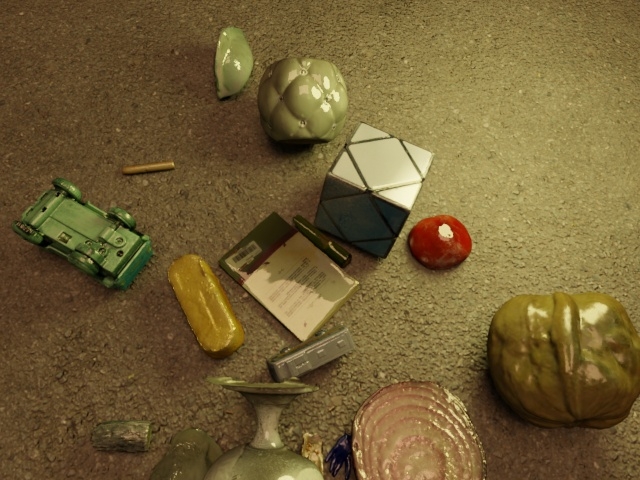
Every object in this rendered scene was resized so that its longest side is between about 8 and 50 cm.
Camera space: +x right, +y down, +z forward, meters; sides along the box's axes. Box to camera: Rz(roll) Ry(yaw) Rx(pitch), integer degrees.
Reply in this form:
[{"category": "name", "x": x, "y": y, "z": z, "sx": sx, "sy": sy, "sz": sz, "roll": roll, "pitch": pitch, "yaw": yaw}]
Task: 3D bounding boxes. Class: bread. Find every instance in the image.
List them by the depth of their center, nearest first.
[{"category": "bread", "x": -0.256, "y": 0.146, "z": 1.037, "sx": 0.102, "sy": 0.094, "sz": 0.246, "roll": -31, "pitch": 70, "yaw": -8}]

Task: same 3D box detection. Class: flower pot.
[{"category": "flower pot", "x": -0.046, "y": -0.354, "z": 1.215, "sx": 0.245, "sy": 0.246, "sz": 0.196, "roll": 2, "pitch": 96, "yaw": -4}]

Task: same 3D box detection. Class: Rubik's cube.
[{"category": "Rubik's cube", "x": 0.125, "y": -0.118, "z": 1.118, "sx": 0.204, "sy": 0.205, "sz": 0.207, "roll": 26, "pitch": 55, "yaw": 6}]

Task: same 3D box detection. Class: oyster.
[{"category": "oyster", "x": -0.018, "y": 0.440, "z": 0.948, "sx": 0.051, "sy": 0.034, "sz": 0.093, "roll": 12, "pitch": 51, "yaw": -17}]

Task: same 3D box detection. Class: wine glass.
[{"category": "wine glass", "x": -0.103, "y": 0.413, "z": 0.829, "sx": 0.237, "sy": 0.238, "sz": 0.323, "roll": 2, "pitch": 77, "yaw": -4}]

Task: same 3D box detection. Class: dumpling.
[{"category": "dumpling", "x": -0.250, "y": 0.469, "z": 0.872, "sx": 0.152, "sy": 0.108, "sz": 0.219, "roll": 10, "pitch": 67, "yaw": 0}, {"category": "dumpling", "x": -0.264, "y": -0.511, "z": 1.328, "sx": 0.104, "sy": 0.149, "sz": 0.217, "roll": -1, "pitch": 64, "yaw": 41}]

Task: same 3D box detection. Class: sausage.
[{"category": "sausage", "x": -0.448, "y": -0.189, "z": 1.217, "sx": 0.132, "sy": 0.024, "sz": 0.024, "roll": -9, "pitch": 66, "yaw": -10}]

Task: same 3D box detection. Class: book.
[{"category": "book", "x": -0.077, "y": 0.081, "z": 1.117, "sx": 0.289, "sy": 0.026, "sz": 0.201, "roll": 42, "pitch": 69, "yaw": 14}]

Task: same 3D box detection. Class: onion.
[{"category": "onion", "x": 0.187, "y": 0.419, "z": 0.942, "sx": 0.249, "sy": 0.111, "sz": 0.248, "roll": -17, "pitch": 47, "yaw": 0}]

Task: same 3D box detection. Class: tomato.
[{"category": "tomato", "x": 0.305, "y": -0.007, "z": 1.158, "sx": 0.159, "sy": 0.091, "sz": 0.139, "roll": -5, "pitch": 66, "yaw": -10}]

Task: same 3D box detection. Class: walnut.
[{"category": "walnut", "x": 0.499, "y": 0.242, "z": 0.962, "sx": 0.253, "sy": 0.281, "sz": 0.277, "roll": 25, "pitch": 62, "yaw": -38}]

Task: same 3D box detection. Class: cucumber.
[{"category": "cucumber", "x": -0.392, "y": 0.387, "z": 0.924, "sx": 0.111, "sy": 0.064, "sz": 0.064, "roll": 1, "pitch": 64, "yaw": -4}]

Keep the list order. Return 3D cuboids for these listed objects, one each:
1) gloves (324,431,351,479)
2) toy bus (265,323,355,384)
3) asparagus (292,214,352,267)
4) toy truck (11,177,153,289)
[{"category": "gloves", "x": 0.049, "y": 0.442, "z": 0.955, "sx": 0.064, "sy": 0.026, "sz": 0.086, "roll": 34, "pitch": 66, "yaw": 8}, {"category": "toy bus", "x": -0.019, "y": 0.246, "z": 1.007, "sx": 0.190, "sy": 0.075, "sz": 0.064, "roll": -23, "pitch": 95, "yaw": -16}, {"category": "asparagus", "x": 0.000, "y": 0.000, "z": 1.155, "sx": 0.178, "sy": 0.045, "sz": 0.041, "roll": 39, "pitch": 85, "yaw": 15}, {"category": "toy truck", "x": -0.528, "y": -0.009, "z": 1.050, "sx": 0.278, "sy": 0.156, "sz": 0.155, "roll": 27, "pitch": 65, "yaw": 9}]
